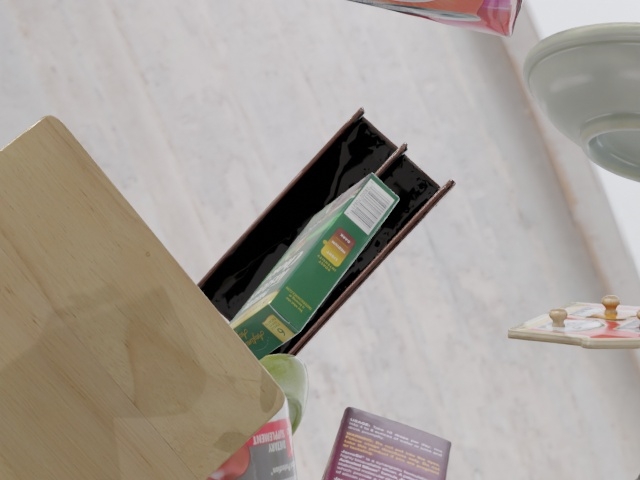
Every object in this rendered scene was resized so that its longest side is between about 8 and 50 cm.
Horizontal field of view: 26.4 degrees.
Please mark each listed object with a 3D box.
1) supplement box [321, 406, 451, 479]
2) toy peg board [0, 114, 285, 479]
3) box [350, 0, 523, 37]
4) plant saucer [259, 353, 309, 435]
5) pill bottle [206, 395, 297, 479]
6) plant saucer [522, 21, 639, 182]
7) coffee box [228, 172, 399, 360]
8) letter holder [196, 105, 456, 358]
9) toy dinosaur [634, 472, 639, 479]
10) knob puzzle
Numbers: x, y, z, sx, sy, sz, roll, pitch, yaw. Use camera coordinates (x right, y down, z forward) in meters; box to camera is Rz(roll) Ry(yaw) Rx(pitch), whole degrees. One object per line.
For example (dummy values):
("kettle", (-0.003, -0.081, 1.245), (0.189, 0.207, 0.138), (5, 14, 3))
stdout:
("supplement box", (0.026, 0.209, 0.888), (0.080, 0.104, 0.188), (19, 28, 1))
("toy peg board", (-0.132, 0.061, 0.589), (0.160, 0.079, 0.161), (-42, 99, -19))
("box", (0.060, -0.270, 0.653), (0.142, 0.154, 0.300), (69, 37, -71))
("plant saucer", (-0.103, 0.220, 1.499), (0.241, 0.241, 0.037), (-4, 47, -49))
("pill bottle", (-0.098, 0.306, 1.273), (0.176, 0.176, 0.319), (-4, 85, -49))
("plant saucer", (0.443, -0.144, 1.724), (0.400, 0.400, 0.101), (26, 74, -39))
("coffee box", (-0.012, 0.026, 1.217), (0.040, 0.113, 0.184), (43, 55, -8))
("letter holder", (0.000, 0.000, 1.596), (0.152, 0.302, 0.214), (43, 0, 1))
("toy dinosaur", (0.120, 0.170, 0.583), (0.268, 0.118, 0.064), (58, -1, -30))
("knob puzzle", (0.316, 0.080, 1.410), (0.213, 0.213, 0.030), (-10, 101, -50))
